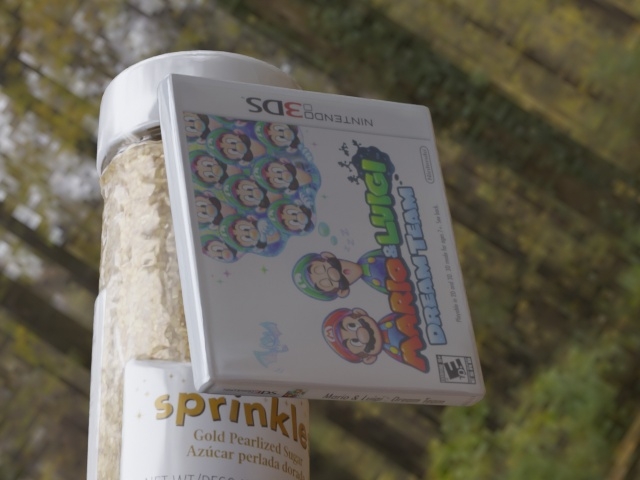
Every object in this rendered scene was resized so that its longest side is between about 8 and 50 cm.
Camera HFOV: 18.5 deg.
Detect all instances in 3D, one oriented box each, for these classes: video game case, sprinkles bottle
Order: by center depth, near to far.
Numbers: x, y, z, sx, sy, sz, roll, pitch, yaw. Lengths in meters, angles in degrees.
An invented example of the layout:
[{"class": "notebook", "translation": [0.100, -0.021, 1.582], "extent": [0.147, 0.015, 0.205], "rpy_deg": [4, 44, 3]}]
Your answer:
[{"class": "video game case", "translation": [0.000, 0.000, 0.912], "extent": [0.019, 0.143, 0.157], "rpy_deg": [-45, 47, 51]}, {"class": "sprinkles bottle", "translation": [-0.064, 0.077, 1.050], "extent": [0.121, 0.121, 0.355], "rpy_deg": [109, 162, -63]}]
